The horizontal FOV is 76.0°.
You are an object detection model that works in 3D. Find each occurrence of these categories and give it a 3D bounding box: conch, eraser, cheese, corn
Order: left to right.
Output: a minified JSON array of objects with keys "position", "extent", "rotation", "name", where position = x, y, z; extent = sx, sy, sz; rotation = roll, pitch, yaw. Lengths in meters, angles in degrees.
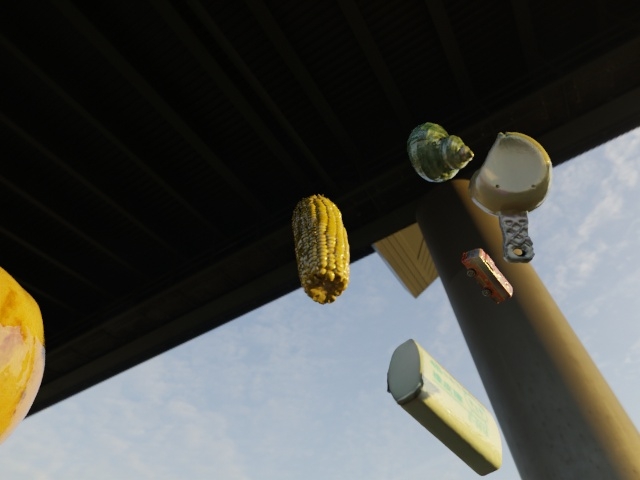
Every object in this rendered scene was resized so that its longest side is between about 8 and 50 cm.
[{"position":[0.000,0.000,0.798],"extent":[0.115,0.317,0.115],"rotation":[-3,-60,-6],"name":"corn"},{"position":[0.378,-0.285,1.339],"extent":[0.221,0.277,0.195],"rotation":[22,-91,-32],"name":"conch"},{"position":[0.288,0.384,0.959],"extent":[0.290,0.189,0.104],"rotation":[43,-72,-12],"name":"eraser"},{"position":[0.226,-0.055,0.498],"extent":[0.093,0.171,0.047],"rotation":[17,-21,20],"name":"cheese"}]

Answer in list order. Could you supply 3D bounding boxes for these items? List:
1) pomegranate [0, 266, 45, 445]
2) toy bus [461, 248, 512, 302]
[{"position":[-0.420,0.123,0.412],"extent":[0.265,0.264,0.264],"rotation":[-3,-47,-4],"name":"pomegranate"},{"position":[0.533,0.111,1.309],"extent":[0.077,0.065,0.192],"rotation":[-33,-77,37],"name":"toy bus"}]
